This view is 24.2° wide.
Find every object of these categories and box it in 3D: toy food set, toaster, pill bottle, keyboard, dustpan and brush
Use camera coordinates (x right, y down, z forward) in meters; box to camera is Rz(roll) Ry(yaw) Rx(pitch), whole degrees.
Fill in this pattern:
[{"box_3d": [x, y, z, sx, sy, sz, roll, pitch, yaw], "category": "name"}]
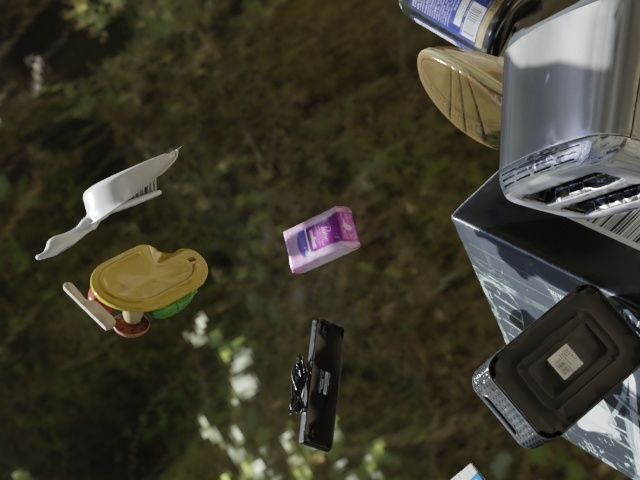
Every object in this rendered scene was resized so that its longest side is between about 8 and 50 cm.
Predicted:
[{"box_3d": [-0.258, 0.081, 2.109, 0.128, 0.218, 0.071, 32, 131, 31], "category": "toy food set"}, {"box_3d": [0.226, -0.106, 1.219, 0.227, 0.129, 0.146, -19, 60, 62], "category": "toaster"}, {"box_3d": [0.187, -0.340, 2.056, 0.219, 0.123, 0.123, 35, 165, 24], "category": "pill bottle"}, {"box_3d": [-0.013, 0.206, 2.172, 0.100, 0.038, 0.192, 29, -120, -47], "category": "keyboard"}, {"box_3d": [-0.271, -0.041, 1.875, 0.060, 0.211, 0.147, 66, 161, -1], "category": "dustpan and brush"}]

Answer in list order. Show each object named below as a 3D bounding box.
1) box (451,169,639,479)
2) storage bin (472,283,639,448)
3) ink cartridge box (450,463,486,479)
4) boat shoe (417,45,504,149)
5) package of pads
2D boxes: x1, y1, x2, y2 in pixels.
[{"box_3d": [0.499, 0.116, 2.086, 0.480, 0.297, 0.471, 29, 155, 48], "category": "box"}, {"box_3d": [0.289, 0.153, 1.805, 0.122, 0.180, 0.084, 50, 163, 7], "category": "storage bin"}, {"box_3d": [0.164, 0.413, 2.049, 0.086, 0.203, 0.148, 51, 179, -4], "category": "ink cartridge box"}, {"box_3d": [0.251, -0.169, 1.807, 0.302, 0.098, 0.109, 30, 149, 34], "category": "boat shoe"}, {"box_3d": [0.000, 0.000, 1.624, 0.032, 0.083, 0.050, 5, -114, -52], "category": "package of pads"}]
